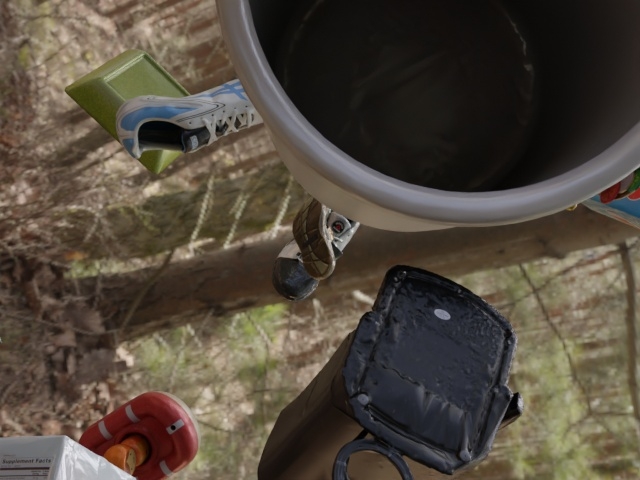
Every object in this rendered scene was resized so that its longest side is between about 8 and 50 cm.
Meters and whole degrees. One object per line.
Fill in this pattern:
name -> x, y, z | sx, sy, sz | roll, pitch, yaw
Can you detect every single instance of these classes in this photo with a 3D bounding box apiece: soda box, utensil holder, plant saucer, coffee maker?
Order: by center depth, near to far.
coffee maker -> 0.026, 0.126, 0.548 | 0.171, 0.178, 0.120 | -33, 73, -37
utensil holder -> 0.095, -0.164, 0.701 | 0.385, 0.327, 0.327 | 95, -17, -87
soda box -> 0.398, -0.059, 1.067 | 0.067, 0.071, 0.210 | 30, 5, -23
plant saucer -> -0.273, -0.219, 1.334 | 0.188, 0.045, 0.188 | 44, 37, -7

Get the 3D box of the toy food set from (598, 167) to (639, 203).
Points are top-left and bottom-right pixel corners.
toy food set -> 0.269, -0.074, 0.760 | 0.020, 0.082, 0.083 | 14, 22, -25

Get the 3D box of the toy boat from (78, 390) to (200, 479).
toy boat -> -0.321, 0.361, 1.444 | 0.151, 0.231, 0.151 | 57, 12, 0

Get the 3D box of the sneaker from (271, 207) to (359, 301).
sneaker -> 0.000, 0.000, 2.001 | 0.122, 0.146, 0.330 | 36, 53, 0

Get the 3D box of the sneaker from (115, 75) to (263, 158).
sneaker -> -0.144, -0.155, 1.099 | 0.085, 0.237, 0.086 | 96, -22, -60

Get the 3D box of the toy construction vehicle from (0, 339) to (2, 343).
toy construction vehicle -> -0.501, 0.117, 1.216 | 0.035, 0.098, 0.086 | -45, 137, -46

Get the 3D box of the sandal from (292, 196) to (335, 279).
sandal -> -0.003, -0.002, 1.422 | 0.049, 0.072, 0.180 | 33, 31, -41

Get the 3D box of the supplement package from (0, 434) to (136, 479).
supplement package -> -0.414, 0.433, 1.181 | 0.199, 0.198, 0.262 | 58, 31, -52

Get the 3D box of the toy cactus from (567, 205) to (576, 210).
toy cactus -> 0.352, -0.142, 1.294 | 0.180, 0.219, 0.112 | 42, 61, 11
